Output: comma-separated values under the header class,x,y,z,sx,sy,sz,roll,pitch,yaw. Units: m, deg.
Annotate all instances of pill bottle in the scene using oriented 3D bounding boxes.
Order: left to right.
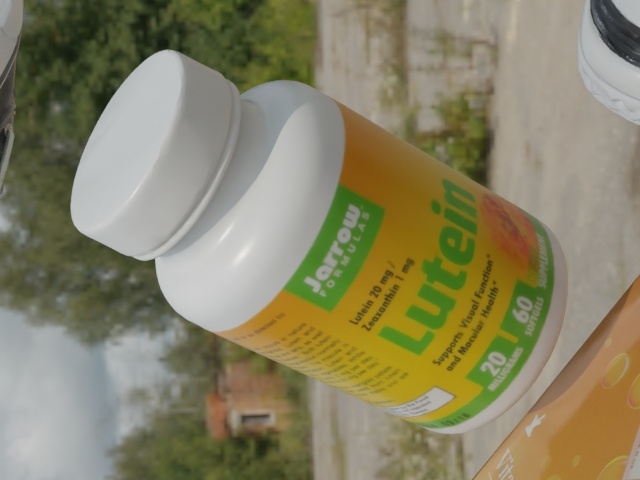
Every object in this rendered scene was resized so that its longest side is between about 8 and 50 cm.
class,x,y,z,sx,sy,sz,roll,pitch,yaw
pill bottle,0.000,0.000,0.725,0.136,0.246,0.136,-39,36,37

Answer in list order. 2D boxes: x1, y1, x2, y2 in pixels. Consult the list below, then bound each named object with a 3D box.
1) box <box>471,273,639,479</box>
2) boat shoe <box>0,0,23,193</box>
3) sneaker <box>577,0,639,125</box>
class,x,y,z,sx,sy,sz,roll,pitch,yaw
box,0.232,0.119,0.688,0.345,0.168,0.215,-54,14,14
boat shoe,-0.240,-0.059,0.858,0.102,0.108,0.301,76,-167,-52
sneaker,0.244,-0.212,0.620,0.366,0.137,0.210,-42,-36,-36
